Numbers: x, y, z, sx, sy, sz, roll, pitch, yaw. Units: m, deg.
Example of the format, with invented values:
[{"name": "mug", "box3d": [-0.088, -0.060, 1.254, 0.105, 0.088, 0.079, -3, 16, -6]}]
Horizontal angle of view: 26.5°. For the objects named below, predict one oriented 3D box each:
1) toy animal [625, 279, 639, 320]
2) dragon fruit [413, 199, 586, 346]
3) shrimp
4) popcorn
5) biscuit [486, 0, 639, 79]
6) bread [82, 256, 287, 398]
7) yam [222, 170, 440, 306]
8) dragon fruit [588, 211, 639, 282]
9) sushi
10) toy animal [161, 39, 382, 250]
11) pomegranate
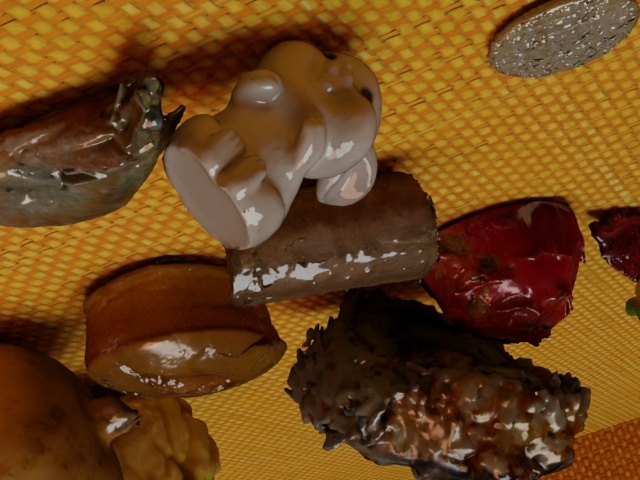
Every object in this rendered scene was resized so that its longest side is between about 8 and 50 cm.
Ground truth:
[{"name": "toy animal", "box3d": [0.610, 0.089, 2.081, 0.247, 0.183, 0.310, 23, 149, -6]}, {"name": "dragon fruit", "box3d": [0.250, 0.033, 1.770, 0.261, 0.163, 0.189, -5, 130, -26]}, {"name": "shrimp", "box3d": [-0.222, -0.077, 1.196, 0.168, 0.077, 0.317, -1, 159, -28]}, {"name": "popcorn", "box3d": [-0.333, 0.397, 2.004, 0.390, 0.354, 0.344, -7, 140, -19]}, {"name": "biscuit", "box3d": [0.230, -0.195, 1.287, 0.152, 0.020, 0.152, -13, 162, -4]}, {"name": "bread", "box3d": [-0.167, 0.117, 1.667, 0.195, 0.143, 0.269, -28, 159, 32]}, {"name": "yam", "box3d": [0.001, 0.001, 1.491, 0.238, 0.129, 0.128, -11, -169, -16]}, {"name": "dragon fruit", "box3d": [0.420, -0.012, 1.870, 0.063, 0.097, 0.131, -31, 136, 30]}, {"name": "sushi", "box3d": [0.158, 0.195, 1.822, 0.417, 0.176, 0.417, 15, -168, -3]}, {"name": "toy animal", "box3d": [-0.036, -0.078, 1.196, 0.193, 0.127, 0.178, -37, 165, -30]}, {"name": "pomegranate", "box3d": [-0.383, 0.275, 1.687, 0.342, 0.342, 0.342, -14, 160, -5]}]
